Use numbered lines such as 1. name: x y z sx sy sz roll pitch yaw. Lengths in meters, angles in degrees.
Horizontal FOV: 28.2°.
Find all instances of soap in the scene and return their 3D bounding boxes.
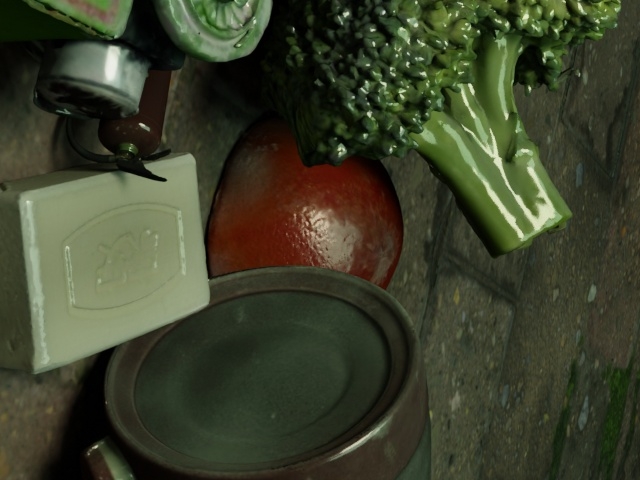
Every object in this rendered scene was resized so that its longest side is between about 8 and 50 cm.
1. soap: -0.157 0.010 0.882 0.183 0.064 0.121 -22 112 -56

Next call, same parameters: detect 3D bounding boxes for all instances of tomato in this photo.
1. tomato: 0.000 0.000 1.094 0.199 0.112 0.228 -3 96 -56

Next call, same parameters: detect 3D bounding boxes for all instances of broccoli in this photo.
1. broccoli: 0.118 -0.155 1.034 0.249 0.302 0.375 -56 169 28

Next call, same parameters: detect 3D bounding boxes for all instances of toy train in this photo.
1. toy train: -0.140 -0.237 0.762 0.249 0.173 0.307 22 78 -52

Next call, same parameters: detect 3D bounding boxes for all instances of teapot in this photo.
1. teapot: -0.057 0.224 0.974 0.315 0.233 0.312 -24 126 -21

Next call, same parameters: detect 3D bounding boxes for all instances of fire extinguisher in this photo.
1. fire extinguisher: -0.134 -0.106 0.884 0.045 0.078 0.157 69 21 -58
